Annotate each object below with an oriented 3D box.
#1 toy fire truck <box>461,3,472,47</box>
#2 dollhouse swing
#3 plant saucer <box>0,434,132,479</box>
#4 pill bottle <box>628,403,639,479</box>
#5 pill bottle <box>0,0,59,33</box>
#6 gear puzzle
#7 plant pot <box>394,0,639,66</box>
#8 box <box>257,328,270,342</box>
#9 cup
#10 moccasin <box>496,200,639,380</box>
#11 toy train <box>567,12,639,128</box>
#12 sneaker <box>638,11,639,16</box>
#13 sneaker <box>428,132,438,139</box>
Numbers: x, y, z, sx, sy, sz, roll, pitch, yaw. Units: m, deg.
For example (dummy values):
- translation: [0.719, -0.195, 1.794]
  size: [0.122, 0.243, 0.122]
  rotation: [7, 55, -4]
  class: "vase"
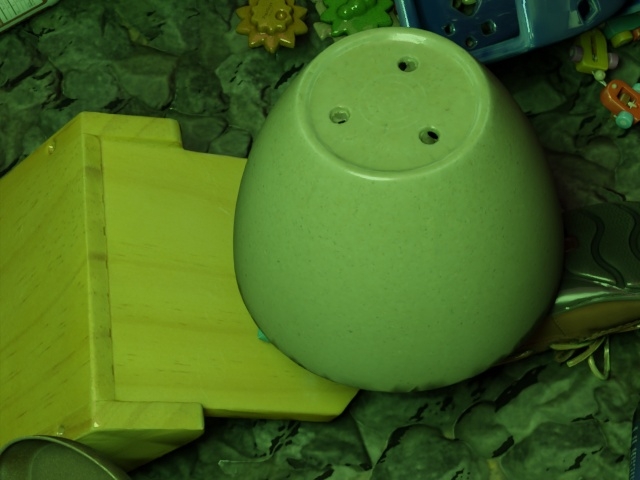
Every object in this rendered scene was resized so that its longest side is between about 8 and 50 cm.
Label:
- translation: [0.125, -0.273, 1.544]
  size: [0.192, 0.047, 0.135]
  rotation: [26, 69, 16]
  class: "toy fire truck"
- translation: [-0.173, 0.082, 1.417]
  size: [0.315, 0.305, 0.346]
  rotation: [-31, 57, 40]
  class: "dollhouse swing"
- translation: [-0.225, 0.260, 1.230]
  size: [0.199, 0.198, 0.036]
  rotation: [27, 38, 18]
  class: "plant saucer"
- translation: [0.360, 0.219, 1.246]
  size: [0.123, 0.123, 0.219]
  rotation: [5, 67, 10]
  class: "pill bottle"
- translation: [-0.396, -0.324, 1.597]
  size: [0.216, 0.121, 0.121]
  rotation: [-30, 65, -7]
  class: "pill bottle"
- translation: [0.053, -0.315, 1.515]
  size: [0.339, 0.044, 0.175]
  rotation: [-23, 65, -9]
  class: "gear puzzle"
- translation: [0.217, -0.318, 1.386]
  size: [0.212, 0.236, 0.236]
  rotation: [-17, 97, -26]
  class: "plant pot"
- translation: [0.000, 0.000, 1.368]
  size: [0.101, 0.060, 0.244]
  rotation: [20, 55, -23]
  class: "box"
- translation: [0.070, -0.059, 1.199]
  size: [0.331, 0.237, 0.331]
  rotation: [-2, 58, 3]
  class: "cup"
- translation: [0.248, 0.063, 1.335]
  size: [0.380, 0.147, 0.139]
  rotation: [-18, 50, 3]
  class: "moccasin"
- translation: [0.343, -0.205, 1.488]
  size: [0.125, 0.046, 0.166]
  rotation: [33, 61, -8]
  class: "toy train"
- translation: [0.375, -0.304, 1.448]
  size: [0.090, 0.235, 0.095]
  rotation: [-28, 24, -28]
  class: "sneaker"
- translation: [0.120, -0.078, 1.425]
  size: [0.101, 0.106, 0.267]
  rotation: [-39, 68, -13]
  class: "sneaker"
